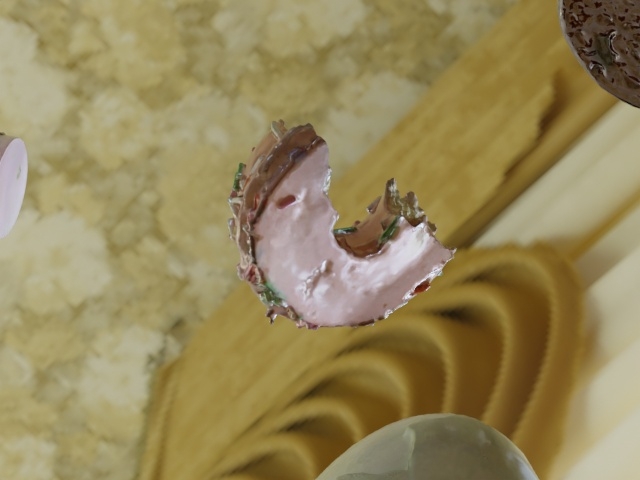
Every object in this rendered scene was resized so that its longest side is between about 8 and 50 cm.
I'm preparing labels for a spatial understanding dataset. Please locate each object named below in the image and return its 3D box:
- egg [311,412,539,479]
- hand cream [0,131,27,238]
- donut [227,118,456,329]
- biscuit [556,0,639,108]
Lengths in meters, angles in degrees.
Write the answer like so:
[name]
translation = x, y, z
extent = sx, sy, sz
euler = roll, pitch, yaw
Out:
[egg]
translation = 0.078, 0.307, 1.404
extent = 0.278, 0.336, 0.278
euler = 18, 180, 0
[hand cream]
translation = -0.350, -0.065, 1.096
extent = 0.312, 0.111, 0.070
euler = 10, -138, 7
[donut]
translation = 0.000, 0.000, 1.044
extent = 0.166, 0.117, 0.065
euler = 36, -173, -37
[biscuit]
translation = 0.251, -0.162, 1.126
extent = 0.192, 0.192, 0.049
euler = 43, -135, -8
